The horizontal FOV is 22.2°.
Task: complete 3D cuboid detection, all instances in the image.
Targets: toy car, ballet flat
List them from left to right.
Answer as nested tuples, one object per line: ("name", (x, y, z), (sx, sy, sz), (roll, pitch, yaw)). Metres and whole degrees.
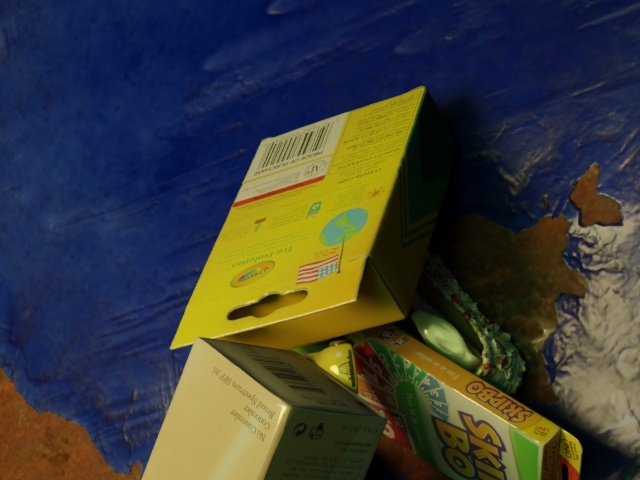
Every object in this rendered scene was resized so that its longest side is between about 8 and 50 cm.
("toy car", (-0.007, 0.134, 1.571), (0.053, 0.239, 0.225), (-6, 43, -8))
("ballet flat", (0.099, 0.065, 1.556), (0.241, 0.077, 0.091), (39, 100, 33))

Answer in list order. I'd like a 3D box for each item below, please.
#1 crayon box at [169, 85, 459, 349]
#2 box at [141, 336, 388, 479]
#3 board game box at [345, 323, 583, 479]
("crayon box", (0.000, 0.000, 1.529), (0.202, 0.081, 0.318), (-16, 32, 29))
("box", (-0.079, 0.255, 1.403), (0.148, 0.121, 0.311), (30, 103, 45))
("board game box", (0.127, 0.169, 1.495), (0.259, 0.124, 0.039), (28, 50, 32))
